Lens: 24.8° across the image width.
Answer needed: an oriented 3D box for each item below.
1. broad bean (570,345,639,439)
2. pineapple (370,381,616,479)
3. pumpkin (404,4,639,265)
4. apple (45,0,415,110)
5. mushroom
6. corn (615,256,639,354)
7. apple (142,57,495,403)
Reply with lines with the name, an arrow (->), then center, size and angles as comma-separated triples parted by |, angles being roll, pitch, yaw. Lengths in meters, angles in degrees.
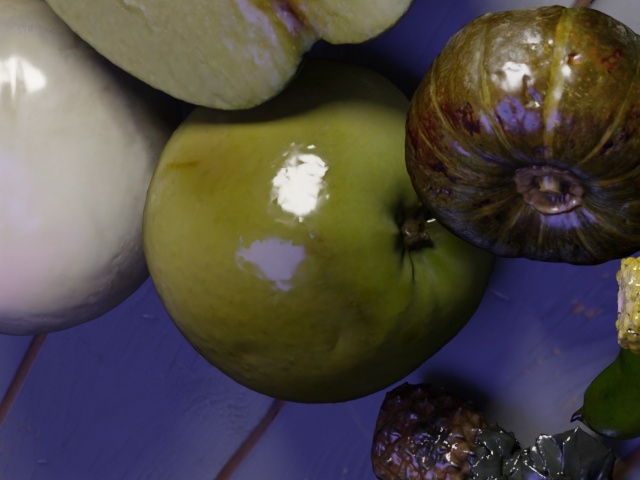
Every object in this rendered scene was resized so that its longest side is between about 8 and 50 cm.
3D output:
broad bean -> 0.302, 0.078, 1.148 | 0.098, 0.056, 0.318 | 52, 134, 2
pineapple -> 0.160, 0.203, 1.303 | 0.237, 0.119, 0.111 | 14, 83, 30
pumpkin -> 0.168, -0.086, 1.092 | 0.219, 0.162, 0.219 | 12, 142, 10
apple -> -0.087, -0.283, 1.092 | 0.360, 0.311, 0.320 | 51, 176, -8
mushroom -> -0.307, -0.073, 1.366 | 0.356, 0.315, 0.315 | 12, 122, 32
corn -> 0.335, 0.062, 1.044 | 0.248, 0.081, 0.081 | 8, 122, 13
apple -> -0.016, 0.004, 1.239 | 0.258, 0.233, 0.295 | -1, 117, 52
